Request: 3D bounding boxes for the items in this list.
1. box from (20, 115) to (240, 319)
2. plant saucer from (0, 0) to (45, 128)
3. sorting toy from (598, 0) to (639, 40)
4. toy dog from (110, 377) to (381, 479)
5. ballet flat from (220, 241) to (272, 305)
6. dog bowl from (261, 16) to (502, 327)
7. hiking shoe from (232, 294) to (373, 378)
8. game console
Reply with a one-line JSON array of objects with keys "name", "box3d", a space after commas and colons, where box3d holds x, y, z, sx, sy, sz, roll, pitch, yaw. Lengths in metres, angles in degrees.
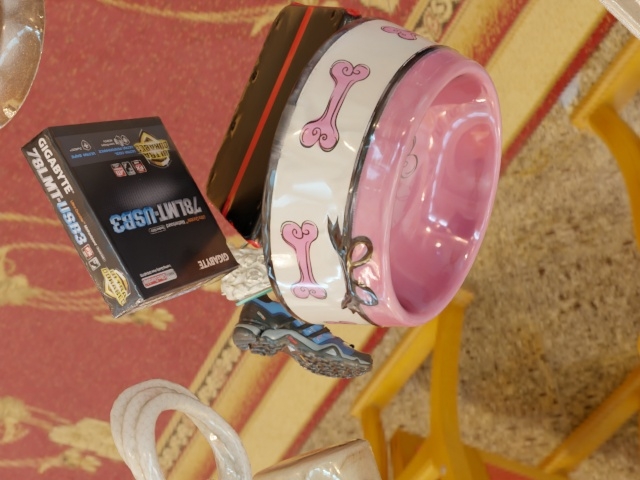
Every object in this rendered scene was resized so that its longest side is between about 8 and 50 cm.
[{"name": "box", "box3d": [-0.284, -0.047, 1.580, 0.073, 0.295, 0.293, -33, 84, 26]}, {"name": "plant saucer", "box3d": [-0.369, -0.215, 1.100, 0.036, 0.198, 0.198, 9, 136, -47]}, {"name": "sorting toy", "box3d": [0.247, -0.235, 0.781, 0.208, 0.193, 0.038, 39, 148, -2]}, {"name": "toy dog", "box3d": [-0.053, 0.221, 0.571, 0.161, 0.220, 0.334, -26, 152, 21]}, {"name": "ballet flat", "box3d": [0.000, 0.000, 1.863, 0.409, 0.147, 0.147, -18, 126, -1]}, {"name": "dog bowl", "box3d": [0.099, -0.070, 1.289, 0.150, 0.408, 0.407, 15, 134, 29]}, {"name": "hiking shoe", "box3d": [-0.023, 0.185, 2.045, 0.304, 0.132, 0.113, 21, 152, -19]}, {"name": "game console", "box3d": [-0.066, -0.199, 1.639, 0.060, 0.342, 0.386, 20, 97, -24]}]
